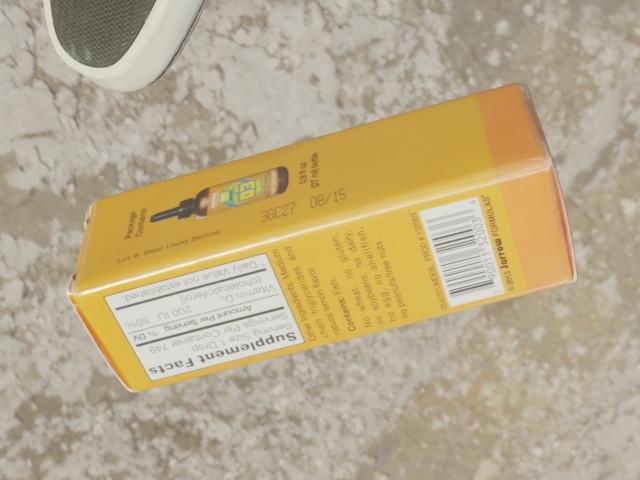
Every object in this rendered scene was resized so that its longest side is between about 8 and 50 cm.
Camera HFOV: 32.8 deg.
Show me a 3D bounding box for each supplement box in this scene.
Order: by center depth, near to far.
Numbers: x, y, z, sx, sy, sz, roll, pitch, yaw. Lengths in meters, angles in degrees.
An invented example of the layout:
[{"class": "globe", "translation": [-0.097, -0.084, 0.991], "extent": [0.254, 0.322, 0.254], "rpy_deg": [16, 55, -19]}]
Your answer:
[{"class": "supplement box", "translation": [0.000, 0.000, 0.534], "extent": [0.233, 0.078, 0.080], "rpy_deg": [-13, 126, 9]}]

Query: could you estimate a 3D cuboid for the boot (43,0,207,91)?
[{"class": "boot", "translation": [-0.023, -0.178, 0.495], "extent": [0.176, 0.088, 0.244], "rpy_deg": [-1, 115, -61]}]
